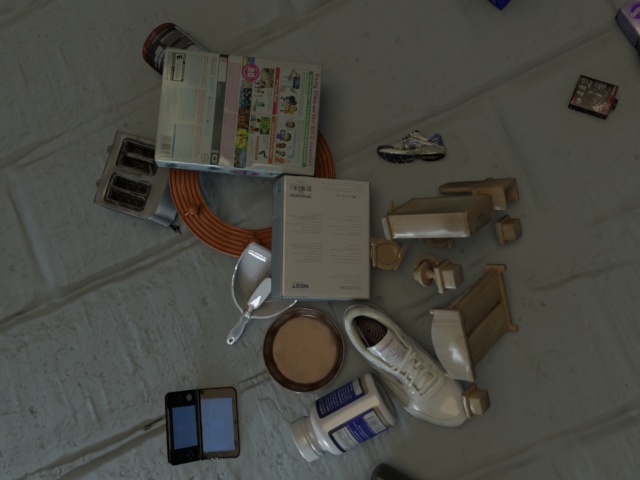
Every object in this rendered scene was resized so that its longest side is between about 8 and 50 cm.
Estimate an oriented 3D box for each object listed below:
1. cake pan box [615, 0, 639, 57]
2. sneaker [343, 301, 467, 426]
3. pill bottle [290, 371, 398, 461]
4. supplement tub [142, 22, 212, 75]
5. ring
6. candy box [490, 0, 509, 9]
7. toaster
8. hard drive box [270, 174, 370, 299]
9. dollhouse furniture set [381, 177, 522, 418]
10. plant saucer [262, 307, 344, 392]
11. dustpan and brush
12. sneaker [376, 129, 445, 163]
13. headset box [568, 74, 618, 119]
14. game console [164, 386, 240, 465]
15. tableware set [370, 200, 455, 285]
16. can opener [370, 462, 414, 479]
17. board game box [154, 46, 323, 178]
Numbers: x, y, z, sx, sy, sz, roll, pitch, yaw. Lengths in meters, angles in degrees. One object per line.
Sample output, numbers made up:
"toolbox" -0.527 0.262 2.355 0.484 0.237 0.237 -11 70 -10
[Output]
"cake pan box" 0.724 -0.391 1.469 0.267 0.070 0.246 -29 76 8
"sneaker" 0.150 0.237 1.474 0.305 0.152 0.114 42 91 12
"pill bottle" 0.042 0.341 1.505 0.187 0.112 0.112 -30 78 7
"supplement tub" -0.274 -0.364 1.664 0.198 0.106 0.106 40 93 13
"ring" -0.135 -0.131 1.588 0.336 0.032 0.336 1 84 -6
"candy box" 0.378 -0.613 1.442 0.122 0.317 0.268 43 93 14
"toaster" -0.366 -0.125 1.653 0.186 0.110 0.168 18 88 14
"hard drive box" 0.000 0.000 1.529 0.181 0.089 0.232 3 82 -18
"dollhouse furniture set" 0.260 0.094 1.486 0.174 0.303 0.355 0 111 39
"plant saucer" -0.033 0.219 1.579 0.168 0.029 0.168 -1 83 11
"dustpan and brush" -0.132 0.123 1.588 0.147 0.060 0.211 29 119 -11
"sneaker" 0.180 -0.189 1.577 0.135 0.052 0.058 -1 73 5
"headset box" 0.527 -0.273 1.515 0.083 0.032 0.062 21 88 13
"game console" -0.237 0.370 1.579 0.085 0.124 0.144 -11 79 38
"tableware set" 0.180 0.004 1.527 0.169 0.020 0.141 18 74 -8
"can opener" 0.227 0.495 1.477 0.280 0.074 0.093 22 54 12
"board game box" -0.156 -0.240 1.533 0.303 0.097 0.224 6 84 -5
